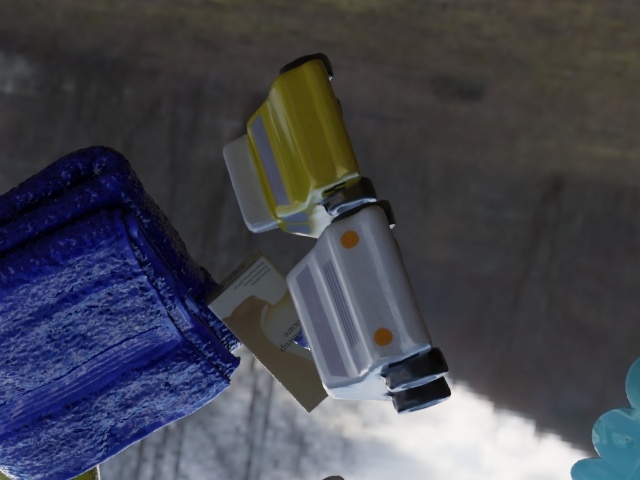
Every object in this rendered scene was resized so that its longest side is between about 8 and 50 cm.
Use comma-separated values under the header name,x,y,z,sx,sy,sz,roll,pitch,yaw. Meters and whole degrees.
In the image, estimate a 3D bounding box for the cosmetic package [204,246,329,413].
name,x,y,z,sx,sy,sz,roll,pitch,yaw
cosmetic package,-0.028,0.067,1.334,0.115,0.060,0.041,46,-179,-11

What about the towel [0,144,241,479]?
name,x,y,z,sx,sy,sz,roll,pitch,yaw
towel,-0.184,0.074,1.301,0.076,0.228,0.308,56,177,31

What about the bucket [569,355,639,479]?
name,x,y,z,sx,sy,sz,roll,pitch,yaw
bucket,0.365,0.157,1.548,0.183,0.281,0.281,34,-170,17

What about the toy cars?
name,x,y,z,sx,sy,sz,roll,pitch,yaw
toy cars,0.000,0.000,1.080,0.087,0.176,0.393,-20,-152,0

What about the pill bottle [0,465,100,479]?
name,x,y,z,sx,sy,sz,roll,pitch,yaw
pill bottle,-0.263,0.167,1.594,0.117,0.215,0.117,0,-135,0

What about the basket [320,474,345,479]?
name,x,y,z,sx,sy,sz,roll,pitch,yaw
basket,-0.038,0.227,1.088,0.167,0.103,0.113,-26,173,-23
